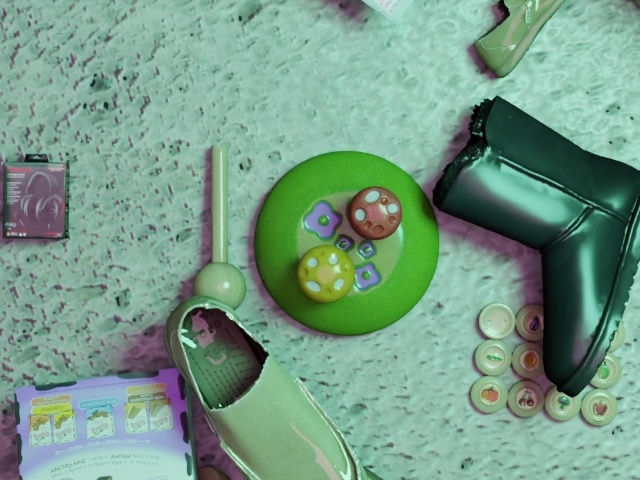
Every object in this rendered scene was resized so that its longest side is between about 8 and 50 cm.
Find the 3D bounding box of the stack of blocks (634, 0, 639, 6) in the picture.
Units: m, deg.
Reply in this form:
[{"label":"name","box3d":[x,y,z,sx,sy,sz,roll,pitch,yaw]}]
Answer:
[{"label":"stack of blocks","box3d":[0.399,-0.354,1.727,0.087,0.171,0.297,37,89,-1]}]

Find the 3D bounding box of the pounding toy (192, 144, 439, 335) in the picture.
[{"label":"pounding toy","box3d":[0.000,0.000,1.750,0.237,0.110,0.183,6,90,-1]}]

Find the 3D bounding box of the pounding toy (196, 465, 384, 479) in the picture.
[{"label":"pounding toy","box3d":[-0.028,0.283,1.763,0.206,0.094,0.181,32,90,28]}]

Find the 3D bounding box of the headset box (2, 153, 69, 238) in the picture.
[{"label":"headset box","box3d":[-0.277,-0.043,1.783,0.062,0.032,0.083,2,92,-1]}]

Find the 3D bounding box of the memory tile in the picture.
[{"label":"memory tile","box3d":[0.225,0.121,1.803,0.148,0.012,0.113,7,90,-1]}]

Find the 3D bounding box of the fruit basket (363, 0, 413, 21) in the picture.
[{"label":"fruit basket","box3d":[0.025,-0.439,1.731,0.353,0.165,0.327,35,95,-7]}]

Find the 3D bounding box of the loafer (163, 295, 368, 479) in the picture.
[{"label":"loafer","box3d":[-0.058,0.160,1.683,0.102,0.092,0.268,-41,77,-3]}]

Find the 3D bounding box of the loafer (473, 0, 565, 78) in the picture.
[{"label":"loafer","box3d":[0.202,-0.229,1.781,0.050,0.056,0.148,33,89,-7]}]

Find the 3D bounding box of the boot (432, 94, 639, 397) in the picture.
[{"label":"boot","box3d":[0.199,0.003,1.752,0.207,0.094,0.246,23,77,-4]}]

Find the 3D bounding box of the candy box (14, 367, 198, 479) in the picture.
[{"label":"candy box","box3d":[-0.199,0.231,1.731,0.165,0.070,0.196,-6,66,-1]}]
